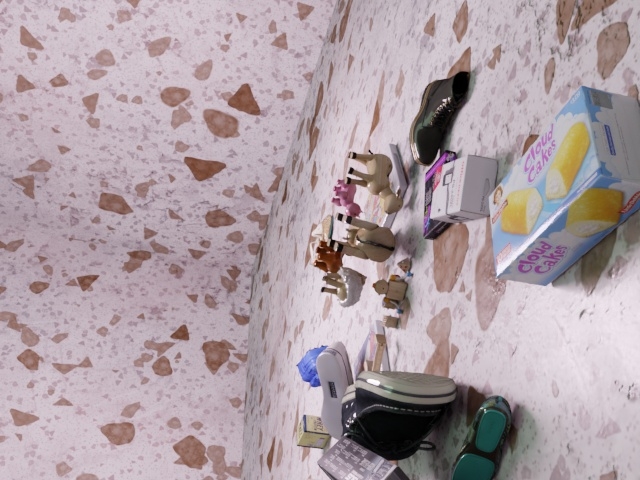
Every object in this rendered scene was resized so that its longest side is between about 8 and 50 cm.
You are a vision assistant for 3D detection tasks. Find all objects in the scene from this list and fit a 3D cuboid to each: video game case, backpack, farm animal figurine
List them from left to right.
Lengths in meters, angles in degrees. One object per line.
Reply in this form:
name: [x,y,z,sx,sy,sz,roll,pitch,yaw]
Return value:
backpack: [0.000,0.372,2.165,0.101,0.098,0.120,58,146,27]
farm animal figurine: [0.116,-0.032,1.779,0.327,0.172,0.330,-100,27,-67]
video game case: [0.124,0.330,1.795,0.201,0.023,0.183,-94,19,-49]
video game case: [0.170,-0.114,1.952,0.206,0.026,0.227,-96,20,-52]

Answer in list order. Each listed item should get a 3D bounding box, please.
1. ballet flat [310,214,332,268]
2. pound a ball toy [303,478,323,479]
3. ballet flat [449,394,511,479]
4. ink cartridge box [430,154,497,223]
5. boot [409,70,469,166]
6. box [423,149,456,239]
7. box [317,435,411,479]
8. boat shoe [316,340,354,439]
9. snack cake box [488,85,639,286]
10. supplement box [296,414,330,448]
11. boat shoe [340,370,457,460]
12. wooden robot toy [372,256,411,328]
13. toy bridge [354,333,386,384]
ballet flat: [0.000,0.000,2.526,0.073,0.067,0.206,125,153,-65]
pound a ball toy: [-0.031,0.772,1.870,0.208,0.136,0.319,-102,24,-60]
ballet flat: [0.257,0.324,1.147,0.070,0.070,0.188,-102,27,-61]
ink cartridge box: [0.271,-0.096,1.389,0.150,0.063,0.109,162,118,-76]
boot: [0.259,-0.266,1.578,0.137,0.077,0.198,174,105,-72]
box: [0.254,-0.095,1.549,0.116,0.029,0.162,125,153,-65]
box: [0.129,0.454,1.191,0.076,0.242,0.307,-42,5,-14]
boat shoe: [0.048,0.388,1.879,0.088,0.096,0.267,-39,-58,-54]
snack cake box: [0.337,-0.066,1.009,0.264,0.089,0.152,118,158,-54]
supplement box: [-0.020,0.558,2.118,0.056,0.083,0.083,-95,21,-48]
boat shoe: [0.136,0.339,1.385,0.500,0.187,0.156,115,160,-70]
wooden robot toy: [0.155,0.117,1.704,0.076,0.079,0.173,-124,46,-72]
toy bridge: [0.119,0.311,1.722,0.063,0.026,0.188,-101,24,-55]
